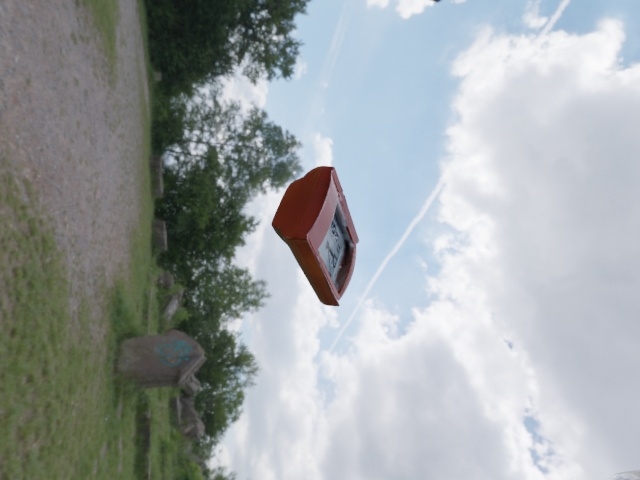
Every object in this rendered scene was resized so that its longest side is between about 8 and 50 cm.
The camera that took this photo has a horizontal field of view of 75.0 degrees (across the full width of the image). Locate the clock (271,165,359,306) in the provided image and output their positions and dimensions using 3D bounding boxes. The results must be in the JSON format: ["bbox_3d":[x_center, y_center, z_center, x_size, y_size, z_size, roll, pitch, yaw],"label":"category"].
[{"bbox_3d":[0.000,0.000,0.529,0.155,0.061,0.113,64,37,-47],"label":"clock"}]

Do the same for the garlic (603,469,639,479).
[{"bbox_3d":[0.377,0.363,0.346,0.338,0.151,0.196,-102,173,-52],"label":"garlic"}]
